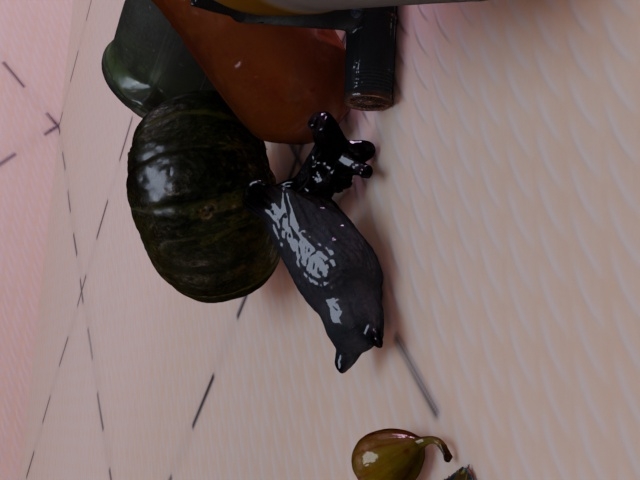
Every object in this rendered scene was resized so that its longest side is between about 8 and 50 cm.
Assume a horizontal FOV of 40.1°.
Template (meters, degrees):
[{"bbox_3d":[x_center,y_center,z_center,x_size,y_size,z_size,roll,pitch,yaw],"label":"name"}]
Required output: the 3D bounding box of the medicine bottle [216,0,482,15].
[{"bbox_3d":[0.025,-0.277,0.588,0.232,0.237,0.238,12,93,47],"label":"medicine bottle"}]

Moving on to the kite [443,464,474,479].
[{"bbox_3d":[0.086,0.233,0.611,0.183,0.010,0.160,18,98,63],"label":"kite"}]

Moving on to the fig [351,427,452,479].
[{"bbox_3d":[0.062,0.161,0.649,0.083,0.050,0.050,-27,57,38],"label":"fig"}]

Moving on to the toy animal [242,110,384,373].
[{"bbox_3d":[-0.001,0.002,0.743,0.121,0.117,0.210,-49,38,37],"label":"toy animal"}]

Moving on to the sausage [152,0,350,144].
[{"bbox_3d":[-0.064,-0.204,0.814,0.258,0.133,0.133,57,155,-12],"label":"sausage"}]

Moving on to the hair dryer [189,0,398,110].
[{"bbox_3d":[-0.016,-0.215,0.746,0.050,0.194,0.173,-15,69,56],"label":"hair dryer"}]

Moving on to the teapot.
[{"bbox_3d":[-0.122,-0.303,1.018,0.337,0.200,0.270,-58,9,41],"label":"teapot"}]

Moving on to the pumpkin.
[{"bbox_3d":[-0.119,-0.045,0.905,0.223,0.157,0.224,-9,-90,-87],"label":"pumpkin"}]
